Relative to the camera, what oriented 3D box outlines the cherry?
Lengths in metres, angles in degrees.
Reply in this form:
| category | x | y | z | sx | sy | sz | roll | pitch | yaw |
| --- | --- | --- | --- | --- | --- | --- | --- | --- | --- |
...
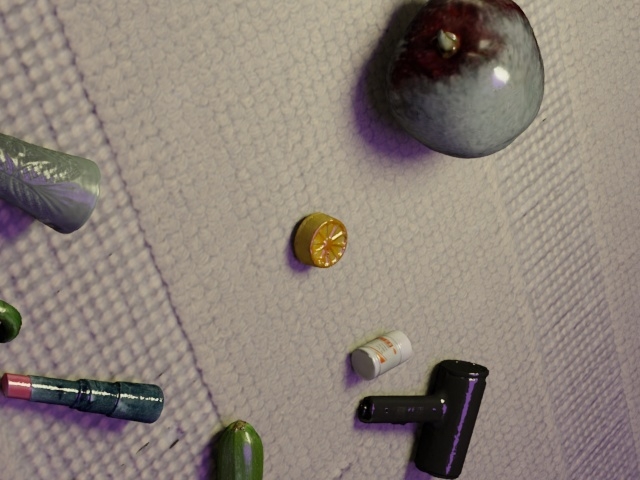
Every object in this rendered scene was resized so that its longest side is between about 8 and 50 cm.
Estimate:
| category | x | y | z | sx | sy | sz | roll | pitch | yaw |
| --- | --- | --- | --- | --- | --- | --- | --- | --- | --- |
| cherry | 0.224 | -0.250 | 1.875 | 0.296 | 0.218 | 0.255 | 39 | 67 | -50 |

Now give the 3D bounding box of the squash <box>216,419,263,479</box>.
| category | x | y | z | sx | sy | sz | roll | pitch | yaw |
| --- | --- | --- | --- | --- | --- | --- | --- | --- | --- |
| squash | -0.124 | 0.370 | 1.813 | 0.077 | 0.068 | 0.219 | -3 | 104 | -61 |

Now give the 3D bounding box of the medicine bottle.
| category | x | y | z | sx | sy | sz | roll | pitch | yaw |
| --- | --- | --- | --- | --- | --- | --- | --- | --- | --- |
| medicine bottle | 0.098 | 0.184 | 1.990 | 0.089 | 0.057 | 0.057 | -23 | 117 | -38 |

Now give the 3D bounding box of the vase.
| category | x | y | z | sx | sy | sz | roll | pitch | yaw |
| --- | --- | --- | --- | --- | --- | --- | --- | --- | --- |
| vase | -0.367 | -0.087 | 1.422 | 0.219 | 0.096 | 0.096 | 26 | 83 | -43 |

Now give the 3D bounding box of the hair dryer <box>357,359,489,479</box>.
| category | x | y | z | sx | sy | sz | roll | pitch | yaw |
| --- | --- | --- | --- | --- | --- | --- | --- | --- | --- |
| hair dryer | 0.161 | 0.294 | 2.085 | 0.251 | 0.089 | 0.197 | 11 | 96 | -37 |

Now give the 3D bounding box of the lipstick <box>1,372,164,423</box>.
| category | x | y | z | sx | sy | sz | roll | pitch | yaw |
| --- | --- | --- | --- | --- | --- | --- | --- | --- | --- |
| lipstick | -0.307 | 0.199 | 1.590 | 0.234 | 0.053 | 0.053 | 15 | 91 | -45 |

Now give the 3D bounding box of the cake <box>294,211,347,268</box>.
| category | x | y | z | sx | sy | sz | roll | pitch | yaw |
| --- | --- | --- | --- | --- | --- | --- | --- | --- | --- |
| cake | 0.000 | 0.000 | 1.847 | 0.084 | 0.044 | 0.084 | -15 | 112 | -40 |

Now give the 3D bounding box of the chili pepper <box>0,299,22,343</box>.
| category | x | y | z | sx | sy | sz | roll | pitch | yaw |
| --- | --- | --- | --- | --- | --- | --- | --- | --- | --- |
| chili pepper | -0.440 | 0.058 | 1.341 | 0.261 | 0.174 | 0.165 | 1 | 76 | -44 |
